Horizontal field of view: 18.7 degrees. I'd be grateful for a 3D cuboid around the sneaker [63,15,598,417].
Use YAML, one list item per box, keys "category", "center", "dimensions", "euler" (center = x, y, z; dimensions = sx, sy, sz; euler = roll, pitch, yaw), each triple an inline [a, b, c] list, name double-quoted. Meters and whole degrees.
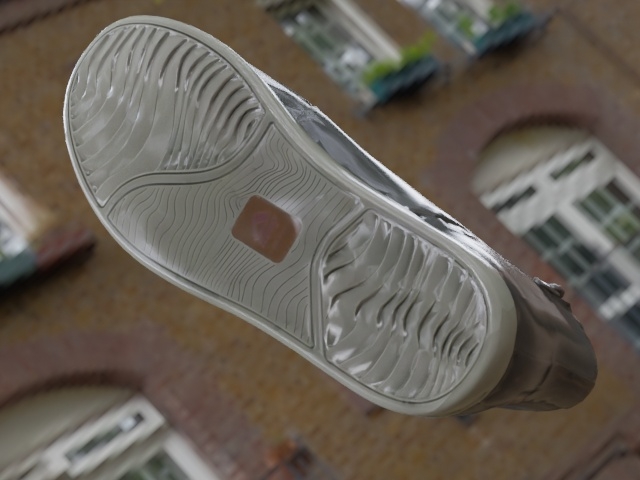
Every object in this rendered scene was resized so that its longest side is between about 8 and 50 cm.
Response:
- category: "sneaker"
  center: [0.000, 0.000, 0.741]
  dimensions: [0.083, 0.222, 0.118]
  euler: [-54, -29, 8]
